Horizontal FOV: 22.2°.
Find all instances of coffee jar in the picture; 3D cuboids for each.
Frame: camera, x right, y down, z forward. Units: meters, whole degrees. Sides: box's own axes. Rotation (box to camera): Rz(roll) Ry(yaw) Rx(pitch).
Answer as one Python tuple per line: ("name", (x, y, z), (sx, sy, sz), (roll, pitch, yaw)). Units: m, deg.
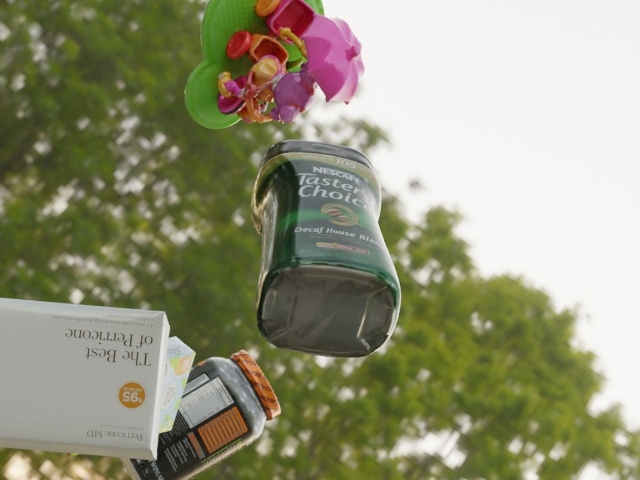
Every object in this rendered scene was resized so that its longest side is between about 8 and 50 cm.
("coffee jar", (0.000, 0.000, 1.146), (0.096, 0.184, 0.079), (7, -59, -10))

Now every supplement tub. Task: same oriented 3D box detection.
("supplement tub", (-0.151, 0.216, 1.942), (0.117, 0.190, 0.117), (54, -16, 23))

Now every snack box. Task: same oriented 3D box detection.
("snack box", (-0.201, 0.159, 1.674), (0.037, 0.141, 0.100), (36, -62, 32))

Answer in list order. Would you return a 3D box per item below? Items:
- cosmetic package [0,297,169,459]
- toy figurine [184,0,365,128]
("cosmetic package", (-0.227, 0.090, 1.108), (0.239, 0.098, 0.060), (4, -12, -2))
("toy figurine", (-0.032, -0.156, 1.475), (0.130, 0.173, 0.159), (37, -1, -34))
